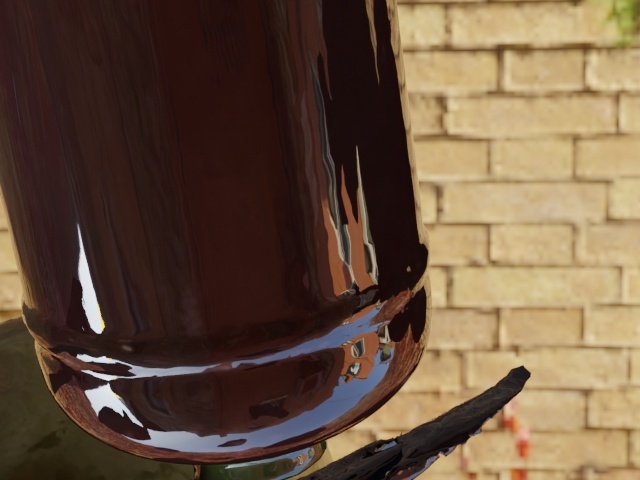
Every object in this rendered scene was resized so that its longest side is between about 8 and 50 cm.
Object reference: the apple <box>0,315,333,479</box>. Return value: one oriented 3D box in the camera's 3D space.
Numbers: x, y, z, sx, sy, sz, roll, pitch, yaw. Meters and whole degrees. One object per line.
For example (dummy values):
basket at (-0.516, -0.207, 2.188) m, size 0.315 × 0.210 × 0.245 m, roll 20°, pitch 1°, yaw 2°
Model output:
apple at (-0.168, 0.212, 1.068) m, size 0.357 × 0.357 × 0.357 m, roll -1°, pitch -172°, yaw 0°

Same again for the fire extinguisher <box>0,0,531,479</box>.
fire extinguisher at (-0.015, -0.043, 0.364) m, size 0.138 × 0.344 × 0.102 m, roll -21°, pitch -156°, yaw -27°
